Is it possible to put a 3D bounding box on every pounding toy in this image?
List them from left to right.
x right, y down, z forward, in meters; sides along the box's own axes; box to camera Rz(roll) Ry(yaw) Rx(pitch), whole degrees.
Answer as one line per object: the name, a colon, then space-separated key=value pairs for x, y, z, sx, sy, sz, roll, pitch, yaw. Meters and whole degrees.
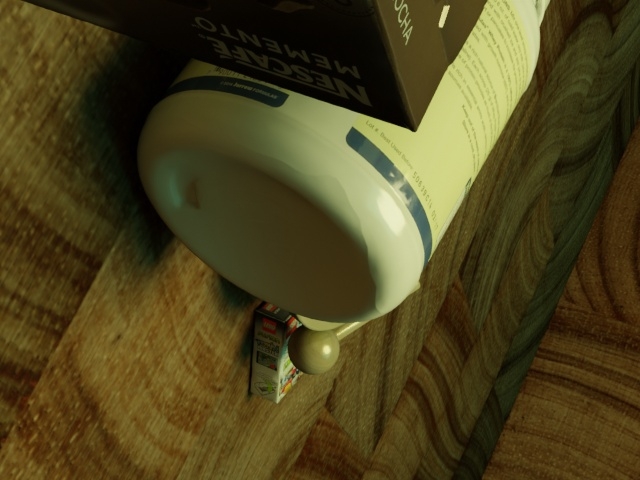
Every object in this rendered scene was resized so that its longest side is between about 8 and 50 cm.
pounding toy: x=0.000 y=0.000 z=1.193 sx=0.183 sy=0.110 sz=0.237 roll=-42 pitch=145 yaw=-27

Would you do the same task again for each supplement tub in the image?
supplement tub: x=0.031 y=-0.125 z=0.962 sx=0.325 sy=0.235 sz=0.235 roll=-58 pitch=157 yaw=-27

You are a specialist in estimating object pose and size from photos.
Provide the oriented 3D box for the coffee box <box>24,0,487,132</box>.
coffee box: x=-0.075 y=-0.177 z=0.555 sx=0.119 sy=0.297 sz=0.168 roll=-63 pitch=159 yaw=-16

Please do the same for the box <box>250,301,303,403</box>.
box: x=-0.008 y=0.074 z=1.341 sx=0.207 sy=0.036 sz=0.114 roll=-45 pitch=149 yaw=-48
